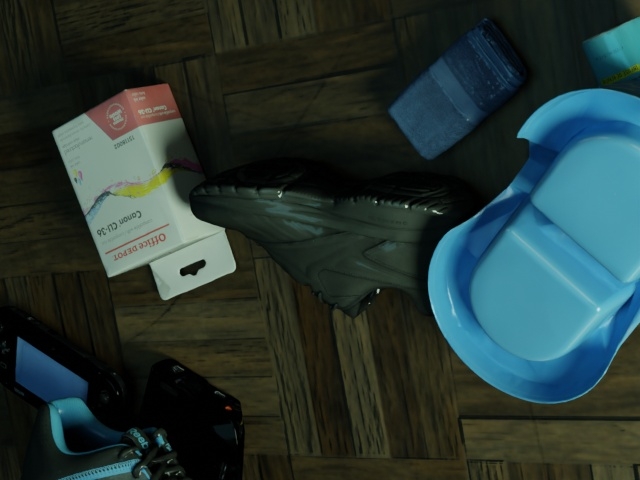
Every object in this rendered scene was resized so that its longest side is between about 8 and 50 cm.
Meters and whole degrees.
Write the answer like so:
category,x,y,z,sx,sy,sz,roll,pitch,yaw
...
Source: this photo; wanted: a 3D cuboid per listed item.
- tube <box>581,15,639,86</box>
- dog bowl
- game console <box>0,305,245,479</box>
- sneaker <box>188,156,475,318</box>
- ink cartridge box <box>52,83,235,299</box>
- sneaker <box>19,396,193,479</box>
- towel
category,x,y,z,sx,sy,sz,roll,pitch,yaw
tube,0.265,-0.068,1.002,0.080,0.052,0.207,-23,94,47
dog bowl,0.201,-0.001,1.010,0.166,0.074,0.297,43,133,12
game console,-0.230,0.198,1.409,0.361,0.044,0.213,28,116,27
sneaker,0.000,0.000,1.167,0.286,0.109,0.130,11,114,34
ink cartridge box,-0.172,-0.040,1.295,0.115,0.067,0.198,-23,88,36
sneaker,-0.166,0.264,1.283,0.341,0.125,0.139,18,107,27
towel,0.115,-0.124,1.099,0.119,0.029,0.067,-40,78,34
